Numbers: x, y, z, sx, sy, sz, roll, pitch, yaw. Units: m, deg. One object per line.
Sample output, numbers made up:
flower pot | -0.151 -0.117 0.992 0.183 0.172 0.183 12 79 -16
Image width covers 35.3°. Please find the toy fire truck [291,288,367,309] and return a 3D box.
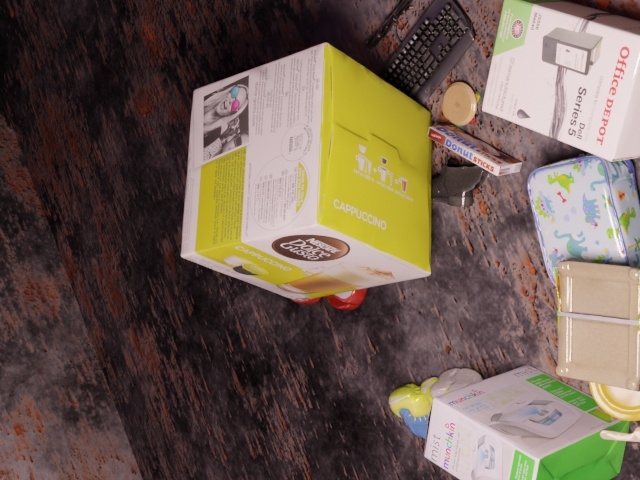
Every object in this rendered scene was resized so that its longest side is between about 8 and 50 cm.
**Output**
toy fire truck | 0.000 0.000 2.142 0.302 0.169 0.254 25 99 43

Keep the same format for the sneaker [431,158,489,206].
sneaker | 0.242 -0.114 1.898 0.170 0.051 0.089 15 110 42

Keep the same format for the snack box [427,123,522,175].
snack box | 0.279 -0.166 1.826 0.178 0.064 0.022 36 127 39

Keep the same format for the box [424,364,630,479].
box | 0.351 0.337 1.712 0.231 0.261 0.127 27 118 44

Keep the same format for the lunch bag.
lunch bag | 0.438 -0.031 1.651 0.176 0.090 0.219 -14 90 50

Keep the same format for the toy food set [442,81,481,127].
toy food set | 0.260 -0.252 1.862 0.082 0.020 0.083 42 128 35

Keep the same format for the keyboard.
keyboard | 0.163 -0.362 1.944 0.317 0.033 0.202 -50 61 43

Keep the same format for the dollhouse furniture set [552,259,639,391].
dollhouse furniture set | 0.523 0.133 1.545 0.301 0.151 0.198 6 99 48

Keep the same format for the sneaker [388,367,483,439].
sneaker | 0.248 0.331 1.989 0.240 0.091 0.126 -21 101 50

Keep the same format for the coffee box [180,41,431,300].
coffee box | -0.017 -0.108 1.859 0.334 0.337 0.338 -12 66 38

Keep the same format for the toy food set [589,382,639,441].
toy food set | 0.504 0.221 1.639 0.128 0.071 0.218 -7 85 18

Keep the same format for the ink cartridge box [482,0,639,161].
ink cartridge box | 0.411 -0.265 1.605 0.272 0.114 0.199 30 121 42
